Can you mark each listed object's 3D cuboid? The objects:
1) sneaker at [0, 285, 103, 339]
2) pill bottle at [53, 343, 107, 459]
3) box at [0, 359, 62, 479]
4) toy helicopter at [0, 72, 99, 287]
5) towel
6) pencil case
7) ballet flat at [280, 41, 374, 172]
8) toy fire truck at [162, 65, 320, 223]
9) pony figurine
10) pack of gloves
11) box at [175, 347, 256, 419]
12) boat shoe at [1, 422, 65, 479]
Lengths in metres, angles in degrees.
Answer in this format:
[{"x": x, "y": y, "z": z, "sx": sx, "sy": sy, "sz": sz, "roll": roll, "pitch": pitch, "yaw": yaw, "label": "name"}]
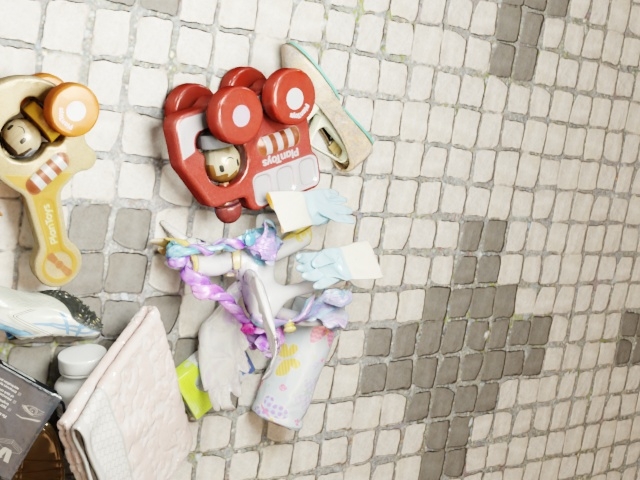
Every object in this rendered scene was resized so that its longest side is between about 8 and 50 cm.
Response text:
[{"x": -0.474, "y": 0.130, "z": 1.694, "sx": 0.237, "sy": 0.085, "sz": 0.086, "roll": 16, "pitch": 118, "yaw": -45, "label": "sneaker"}, {"x": -0.406, "y": 0.282, "z": 1.763, "sx": 0.112, "sy": 0.112, "sz": 0.187, "roll": -15, "pitch": 112, "yaw": -36, "label": "pill bottle"}, {"x": -0.533, "y": 0.279, "z": 1.639, "sx": 0.156, "sy": 0.093, "sz": 0.158, "roll": 35, "pitch": 78, "yaw": -19, "label": "box"}, {"x": -0.463, "y": -0.084, "z": 1.600, "sx": 0.235, "sy": 0.140, "sz": 0.355, "roll": -22, "pitch": 118, "yaw": -32, "label": "toy helicopter"}, {"x": -0.325, "y": 0.334, "z": 1.758, "sx": 0.317, "sy": 0.053, "sz": 0.332, "roll": -61, "pitch": 150, "yaw": -51, "label": "towel"}, {"x": -0.044, "y": 0.248, "z": 2.060, "sx": 0.124, "sy": 0.113, "sz": 0.273, "roll": 30, "pitch": 82, "yaw": -62, "label": "pencil case"}, {"x": -0.002, "y": -0.244, "z": 1.963, "sx": 0.106, "sy": 0.107, "sz": 0.316, "roll": -49, "pitch": 127, "yaw": -9, "label": "ballet flat"}, {"x": -0.133, "y": -0.169, "z": 1.813, "sx": 0.302, "sy": 0.169, "sz": 0.254, "roll": -25, "pitch": 114, "yaw": -37, "label": "toy fire truck"}, {"x": -0.115, "y": 0.105, "z": 1.871, "sx": 0.363, "sy": 0.303, "sz": 0.351, "roll": -7, "pitch": 69, "yaw": -36, "label": "pony figurine"}, {"x": 0.000, "y": 0.000, "z": 1.893, "sx": 0.232, "sy": 0.046, "sz": 0.195, "roll": -7, "pitch": 72, "yaw": -50, "label": "pack of gloves"}, {"x": -0.205, "y": 0.251, "z": 1.971, "sx": 0.178, "sy": 0.042, "sz": 0.109, "roll": -40, "pitch": 125, "yaw": -24, "label": "box"}, {"x": -0.500, "y": 0.443, "z": 1.760, "sx": 0.104, "sy": 0.089, "sz": 0.285, "roll": 2, "pitch": 100, "yaw": -14, "label": "boat shoe"}]
